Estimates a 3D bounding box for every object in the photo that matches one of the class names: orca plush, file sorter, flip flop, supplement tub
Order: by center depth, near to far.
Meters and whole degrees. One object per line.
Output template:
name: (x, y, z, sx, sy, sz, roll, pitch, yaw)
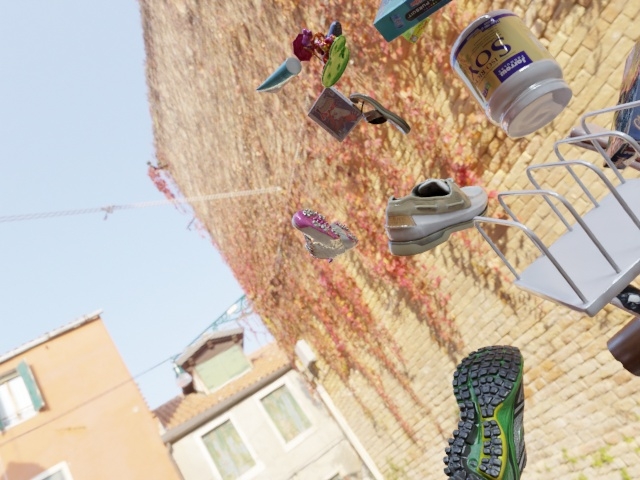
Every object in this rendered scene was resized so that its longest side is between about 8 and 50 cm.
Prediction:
file sorter: (0.412, -0.055, 0.733, 0.278, 0.173, 0.193, -43, 9, -1)
orca plush: (0.738, 0.099, 1.220, 0.151, 0.287, 0.102, 23, -81, -17)
supplement tub: (0.573, -0.503, 1.425, 0.241, 0.331, 0.241, -20, -25, -10)
flip flop: (0.208, -0.455, 1.713, 0.080, 0.277, 0.112, -54, -19, 12)

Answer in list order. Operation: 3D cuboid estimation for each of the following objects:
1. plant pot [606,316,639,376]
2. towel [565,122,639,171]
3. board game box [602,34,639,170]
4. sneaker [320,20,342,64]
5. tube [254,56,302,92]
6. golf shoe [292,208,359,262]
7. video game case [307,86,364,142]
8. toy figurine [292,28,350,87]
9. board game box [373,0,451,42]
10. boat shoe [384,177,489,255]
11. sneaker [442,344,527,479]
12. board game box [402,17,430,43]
plant pot: (0.909, 0.281, 1.299, 0.167, 0.167, 0.165, -11, -36, -47)
towel: (0.862, -0.238, 1.289, 0.332, 0.317, 0.053, -21, -44, -49)
board game box: (0.605, -0.275, 0.891, 0.165, 0.042, 0.243, 28, -104, -69)
sneaker: (0.028, -0.622, 1.479, 0.053, 0.059, 0.144, -29, -36, -42)
tube: (-0.127, -0.494, 1.440, 0.080, 0.052, 0.207, 4, -9, -30)
golf shoe: (0.000, 0.000, 1.423, 0.140, 0.115, 0.306, -45, -34, 15)
video game case: (0.058, -0.502, 1.866, 0.023, 0.183, 0.201, -56, 8, -32)
toy figurine: (-0.013, -0.562, 1.374, 0.130, 0.159, 0.173, -48, -14, -20)
board game box: (0.324, -0.743, 1.324, 0.336, 0.253, 0.079, -18, -46, 44)
boat shoe: (0.231, -0.068, 0.892, 0.113, 0.103, 0.302, -2, 18, 43)
sneaker: (0.333, 0.353, 0.914, 0.134, 0.146, 0.343, -12, 36, 41)
board game box: (0.299, -0.789, 1.662, 0.043, 0.181, 0.092, -1, -44, -43)
